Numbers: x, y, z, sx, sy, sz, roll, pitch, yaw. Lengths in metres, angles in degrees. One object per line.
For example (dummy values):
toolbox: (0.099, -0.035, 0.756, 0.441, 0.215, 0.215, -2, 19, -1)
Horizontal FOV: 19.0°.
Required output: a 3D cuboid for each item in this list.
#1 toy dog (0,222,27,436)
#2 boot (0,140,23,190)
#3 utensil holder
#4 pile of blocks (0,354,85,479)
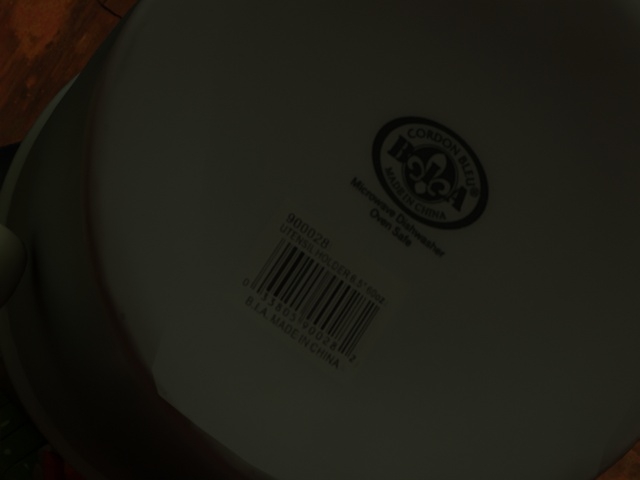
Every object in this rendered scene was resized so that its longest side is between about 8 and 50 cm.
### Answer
toy dog: (-0.304, 0.017, 0.864, 0.408, 0.285, 0.395, 35, 1, 37)
boot: (-0.247, -0.009, 1.333, 0.445, 0.146, 0.367, -7, -1, -22)
utensil holder: (0.000, 0.000, 1.030, 0.327, 0.328, 0.385, 34, -14, -8)
pile of blocks: (-0.181, 0.134, 1.374, 0.362, 0.112, 0.149, -20, -78, 47)
